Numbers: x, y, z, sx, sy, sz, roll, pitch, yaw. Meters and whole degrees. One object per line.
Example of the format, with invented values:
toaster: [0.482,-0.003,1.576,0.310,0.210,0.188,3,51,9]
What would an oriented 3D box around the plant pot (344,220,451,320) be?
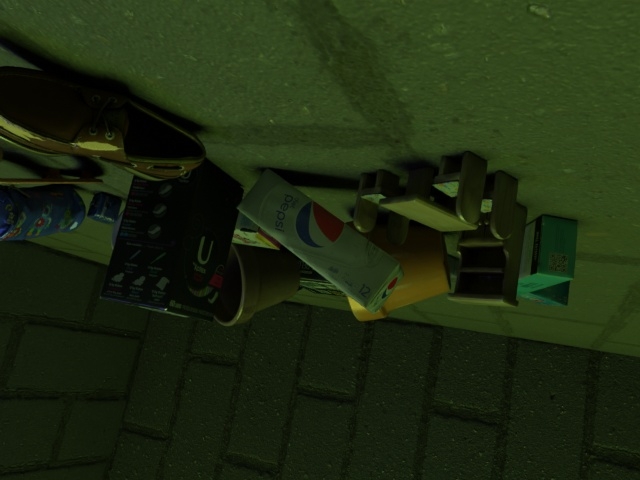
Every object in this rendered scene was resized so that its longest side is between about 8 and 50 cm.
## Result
plant pot: [0.157,0.048,1.127,0.188,0.205,0.205,-10,163,17]

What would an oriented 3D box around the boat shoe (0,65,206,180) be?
boat shoe: [-0.290,-0.159,0.747,0.104,0.110,0.307,-3,172,38]

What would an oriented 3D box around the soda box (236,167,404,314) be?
soda box: [0.000,0.000,0.950,0.286,0.091,0.098,37,177,20]

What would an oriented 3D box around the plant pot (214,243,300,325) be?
plant pot: [-0.189,0.106,1.650,0.229,0.263,0.263,-2,178,-36]

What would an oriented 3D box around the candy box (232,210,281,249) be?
candy box: [-0.216,-0.043,1.296,0.233,0.071,0.159,7,168,16]

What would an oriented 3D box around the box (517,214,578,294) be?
box: [0.382,0.034,1.023,0.060,0.100,0.244,9,169,2]

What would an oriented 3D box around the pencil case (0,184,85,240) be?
pencil case: [-0.663,-0.071,1.292,0.119,0.133,0.306,36,-171,2]

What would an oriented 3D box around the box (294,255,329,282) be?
box: [0.026,0.125,1.869,0.242,0.076,0.307,5,167,26]

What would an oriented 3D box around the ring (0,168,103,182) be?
ring: [-0.622,-0.130,1.146,0.337,0.032,0.336,0,-174,0]

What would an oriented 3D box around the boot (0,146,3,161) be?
boot: [-0.748,-0.193,0.994,0.211,0.104,0.295,8,172,13]

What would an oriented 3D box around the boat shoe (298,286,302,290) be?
boat shoe: [-0.131,0.130,1.992,0.091,0.114,0.302,9,180,16]

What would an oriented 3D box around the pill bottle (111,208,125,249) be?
pill bottle: [-0.403,0.011,1.499,0.153,0.153,0.265,2,162,37]

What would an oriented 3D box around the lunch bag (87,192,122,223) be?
lunch bag: [-0.556,-0.082,1.440,0.065,0.067,0.098,19,167,-34]

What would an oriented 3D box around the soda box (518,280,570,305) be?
soda box: [0.481,0.095,1.293,0.210,0.071,0.067,18,168,-32]

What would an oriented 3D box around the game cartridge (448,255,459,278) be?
game cartridge: [0.153,0.052,1.446,0.230,0.068,0.355,14,169,-37]

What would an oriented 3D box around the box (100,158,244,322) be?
box: [-0.262,-0.002,1.029,0.143,0.270,0.165,7,168,20]

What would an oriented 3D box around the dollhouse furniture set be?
dollhouse furniture set: [0.196,-0.004,0.855,0.242,0.161,0.212,19,166,-35]
